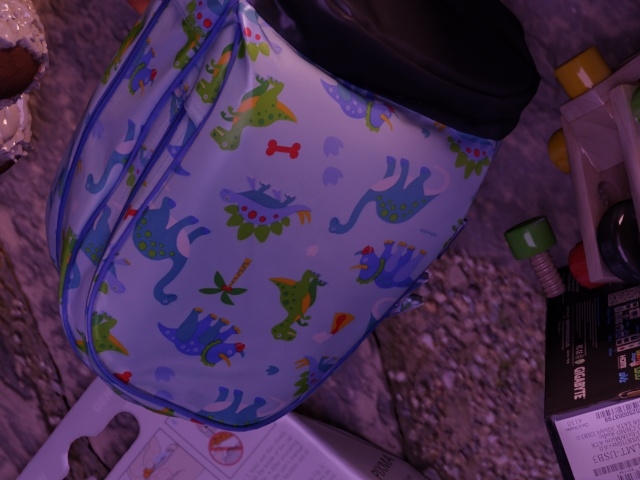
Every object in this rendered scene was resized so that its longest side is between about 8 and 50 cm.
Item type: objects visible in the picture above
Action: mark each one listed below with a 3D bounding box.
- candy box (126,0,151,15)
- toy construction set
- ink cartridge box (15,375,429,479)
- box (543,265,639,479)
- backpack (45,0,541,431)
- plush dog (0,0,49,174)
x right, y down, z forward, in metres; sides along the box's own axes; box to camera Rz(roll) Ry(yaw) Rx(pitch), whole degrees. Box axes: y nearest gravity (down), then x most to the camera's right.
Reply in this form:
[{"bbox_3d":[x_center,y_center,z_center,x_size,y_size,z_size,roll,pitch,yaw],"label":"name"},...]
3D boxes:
[{"bbox_3d":[-0.071,-0.186,1.411,0.186,0.053,0.109,44,108,-9],"label":"candy box"},{"bbox_3d":[0.249,-0.115,1.268,0.257,0.309,0.237,-26,94,-9],"label":"toy construction set"},{"bbox_3d":[-0.064,0.273,1.560,0.385,0.091,0.308,41,110,5],"label":"ink cartridge box"},{"bbox_3d":[0.306,0.057,1.310,0.293,0.295,0.073,-15,106,12],"label":"box"},{"bbox_3d":[-0.046,-0.040,1.316,0.290,0.273,0.355,27,127,-35],"label":"backpack"},{"bbox_3d":[-0.334,-0.154,1.373,0.225,0.262,0.211,-11,77,-16],"label":"plush dog"}]
